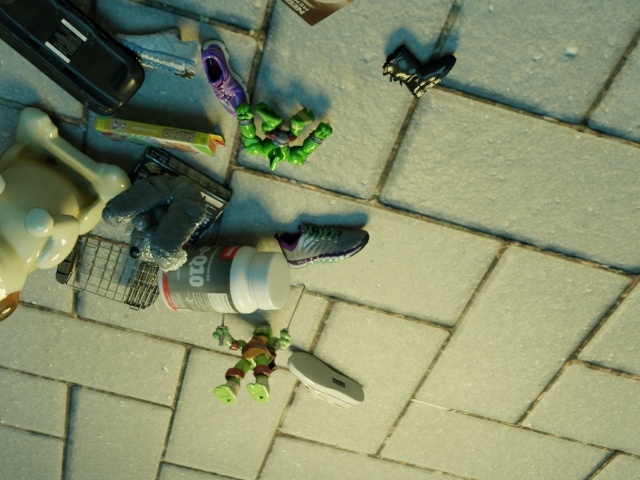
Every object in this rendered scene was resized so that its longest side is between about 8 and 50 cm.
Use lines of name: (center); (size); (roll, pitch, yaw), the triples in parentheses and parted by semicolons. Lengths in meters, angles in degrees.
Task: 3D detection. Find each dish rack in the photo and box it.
dish rack: (-0.531, 0.070, 1.909); (0.271, 0.074, 0.208); (20, 133, -13)

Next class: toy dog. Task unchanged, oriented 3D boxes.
toy dog: (-0.673, -0.026, 1.595); (0.284, 0.408, 0.395); (44, 134, -17)

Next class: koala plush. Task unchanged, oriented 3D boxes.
koala plush: (-0.360, -0.023, 1.671); (0.196, 0.203, 0.221); (38, 146, 4)

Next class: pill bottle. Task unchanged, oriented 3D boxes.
pill bottle: (-0.228, 0.092, 1.797); (0.283, 0.161, 0.161); (-1, 133, 20)

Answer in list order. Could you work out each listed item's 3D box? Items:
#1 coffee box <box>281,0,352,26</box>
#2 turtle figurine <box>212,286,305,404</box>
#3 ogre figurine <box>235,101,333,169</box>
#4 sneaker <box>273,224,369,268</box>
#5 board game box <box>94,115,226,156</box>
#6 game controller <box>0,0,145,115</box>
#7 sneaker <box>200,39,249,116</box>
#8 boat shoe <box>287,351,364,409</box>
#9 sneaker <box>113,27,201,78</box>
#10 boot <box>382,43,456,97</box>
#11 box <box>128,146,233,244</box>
coffee box: (0.011, -0.463, 1.242); (0.141, 0.098, 0.246); (36, 164, -21)
turtle figurine: (-0.182, 0.264, 1.907); (0.198, 0.266, 0.274); (18, 129, -6)
ogre figurine: (-0.088, -0.216, 1.562); (0.197, 0.097, 0.118); (-2, 136, -29)
sneaker: (0.000, 0.000, 1.764); (0.224, 0.083, 0.098); (-16, 123, 22)
board game box: (-0.334, -0.219, 1.593); (0.259, 0.039, 0.124); (7, 177, -1)
game controller: (-0.497, -0.382, 1.459); (0.319, 0.067, 0.166); (40, 121, -20)
sneaker: (-0.201, -0.315, 1.509); (0.068, 0.071, 0.170); (-13, 130, 19)
boat shoe: (0.001, 0.406, 2.128); (0.267, 0.096, 0.088); (30, 125, -29)
sneaker: (-0.315, -0.383, 1.475); (0.191, 0.083, 0.071); (20, 171, 14)
boot: (0.188, -0.340, 1.452); (0.099, 0.045, 0.121); (37, 128, -20)
box: (-0.340, -0.103, 1.735); (0.220, 0.051, 0.175); (30, 129, -18)
